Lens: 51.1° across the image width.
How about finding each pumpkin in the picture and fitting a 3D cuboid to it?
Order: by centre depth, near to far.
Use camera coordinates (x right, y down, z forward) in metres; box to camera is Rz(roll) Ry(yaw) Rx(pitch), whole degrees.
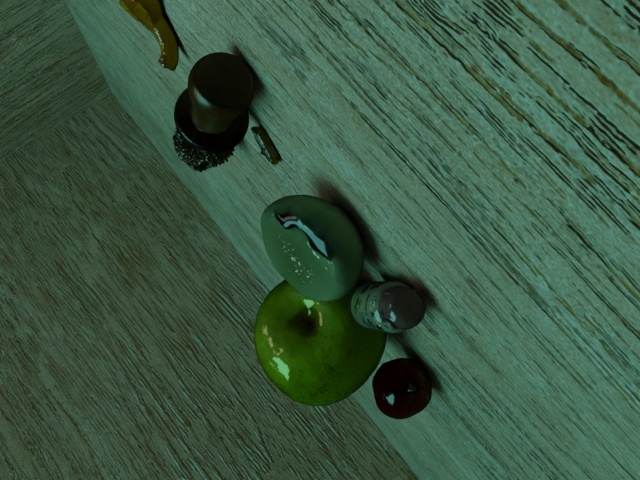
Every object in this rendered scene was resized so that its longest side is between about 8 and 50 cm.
[{"bbox_3d":[-0.514,-0.660,1.898,0.258,0.095,0.290,43,166,26],"label":"pumpkin"}]

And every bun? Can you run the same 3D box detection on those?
[{"bbox_3d":[0.000,0.000,1.616,0.283,0.179,0.283,30,140,28],"label":"bun"}]

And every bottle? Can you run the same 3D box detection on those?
[{"bbox_3d":[0.157,0.151,1.523,0.120,0.120,0.253,56,167,-5],"label":"bottle"}]

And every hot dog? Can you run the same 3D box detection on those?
[{"bbox_3d":[-0.146,-0.249,1.764,0.122,0.037,0.049,58,163,-21],"label":"hot dog"}]

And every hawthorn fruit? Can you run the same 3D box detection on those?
[{"bbox_3d":[0.228,0.404,1.817,0.169,0.169,0.188,56,163,-6],"label":"hawthorn fruit"}]

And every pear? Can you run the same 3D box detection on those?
[{"bbox_3d":[0.001,0.268,1.837,0.391,0.391,0.391,50,166,17],"label":"pear"}]

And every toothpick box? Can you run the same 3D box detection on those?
[{"bbox_3d":[-0.254,-0.332,1.634,0.192,0.192,0.294,55,161,-1],"label":"toothpick box"}]

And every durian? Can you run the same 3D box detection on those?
[{"bbox_3d":[-0.351,-0.285,2.017,0.167,0.196,0.196,28,-174,-39],"label":"durian"}]
